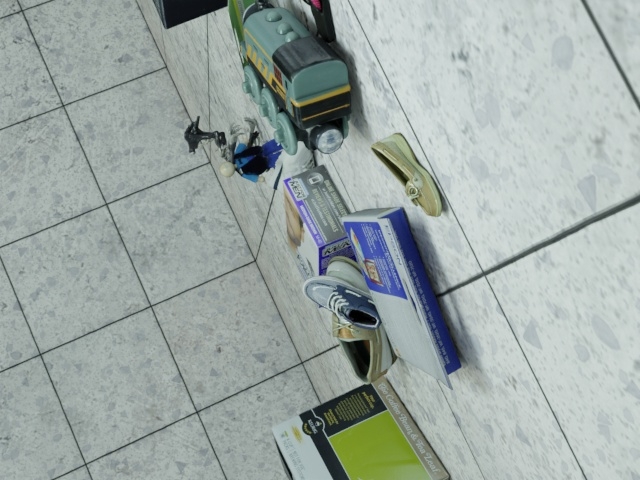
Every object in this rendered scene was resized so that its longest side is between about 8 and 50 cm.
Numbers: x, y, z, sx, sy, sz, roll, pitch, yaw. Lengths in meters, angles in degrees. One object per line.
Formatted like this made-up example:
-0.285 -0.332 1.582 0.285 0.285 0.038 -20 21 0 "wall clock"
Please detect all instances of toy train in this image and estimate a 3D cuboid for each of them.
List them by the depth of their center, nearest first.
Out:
-0.049 -0.291 1.419 0.334 0.142 0.190 -122 20 -44 "toy train"

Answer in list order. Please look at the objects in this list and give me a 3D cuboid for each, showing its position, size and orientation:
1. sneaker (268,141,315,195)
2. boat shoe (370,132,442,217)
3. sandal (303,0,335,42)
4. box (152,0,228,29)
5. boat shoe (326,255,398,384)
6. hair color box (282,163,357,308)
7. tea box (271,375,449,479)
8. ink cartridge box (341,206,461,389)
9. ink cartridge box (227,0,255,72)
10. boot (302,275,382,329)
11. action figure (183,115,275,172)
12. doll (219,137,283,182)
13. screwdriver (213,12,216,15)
-0.047 -0.167 1.829 0.095 0.090 0.235 36 156 5 "sneaker"
0.130 -0.093 1.212 0.153 0.048 0.056 62 168 22 "boat shoe"
-0.016 -0.393 1.294 0.067 0.040 0.179 -126 17 -52 "sandal"
-0.332 -0.700 1.777 0.312 0.179 0.343 64 168 9 "box"
0.082 0.177 1.749 0.113 0.103 0.302 -3 123 41 "boat shoe"
0.000 0.000 1.857 0.339 0.110 0.185 92 153 -62 "hair color box"
0.099 0.566 1.983 0.220 0.324 0.329 79 164 -45 "tea box"
0.152 0.088 1.442 0.307 0.072 0.303 -174 62 -75 "ink cartridge box"
-0.140 -0.426 1.604 0.235 0.056 0.171 -102 -1 -50 "ink cartridge box"
0.044 0.125 1.646 0.086 0.190 0.069 -33 -44 -69 "boot"
-0.230 -0.267 2.233 0.164 0.276 0.140 -60 -12 -74 "action figure"
-0.152 -0.197 1.938 0.129 0.189 0.046 61 168 22 "doll"
-0.322 -0.676 2.186 0.025 0.024 0.169 -22 95 49 "screwdriver"
